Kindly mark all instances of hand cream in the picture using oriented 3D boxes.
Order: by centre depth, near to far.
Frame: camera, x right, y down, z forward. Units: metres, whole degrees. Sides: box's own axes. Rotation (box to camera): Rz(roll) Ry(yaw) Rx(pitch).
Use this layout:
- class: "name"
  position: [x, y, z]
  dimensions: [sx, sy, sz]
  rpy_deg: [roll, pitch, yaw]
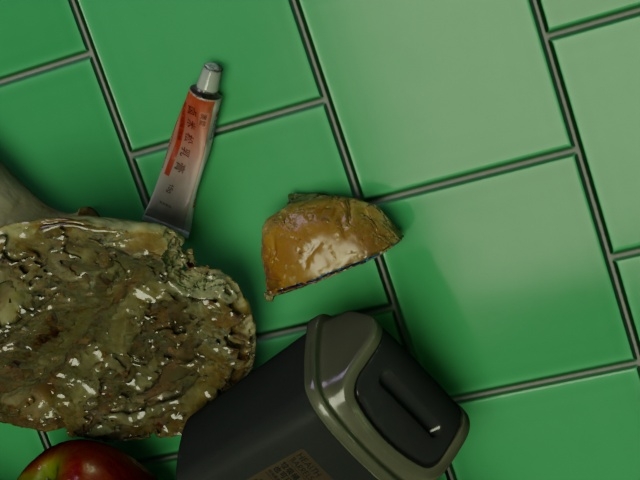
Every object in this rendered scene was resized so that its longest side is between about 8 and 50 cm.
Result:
- class: "hand cream"
  position: [-0.152, -0.103, 1.660]
  dimensions: [0.052, 0.038, 0.216]
  rpy_deg: [37, 121, 32]

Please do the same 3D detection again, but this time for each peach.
- class: "peach"
  position: [-0.261, 0.349, 1.747]
  dimensions: [0.196, 0.190, 0.226]
  rpy_deg: [-9, 129, 44]

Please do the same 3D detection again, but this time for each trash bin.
- class: "trash bin"
  position: [0.000, 0.217, 1.627]
  dimensions: [0.290, 0.182, 0.209]
  rpy_deg: [-33, 118, 22]

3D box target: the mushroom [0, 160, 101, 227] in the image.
- class: "mushroom"
  position: [-0.413, -0.061, 1.700]
  dimensions: [0.350, 0.128, 0.128]
  rpy_deg: [31, 114, 0]

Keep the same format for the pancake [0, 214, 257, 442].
- class: "pancake"
  position: [-0.252, 0.105, 1.666]
  dimensions: [0.382, 0.071, 0.382]
  rpy_deg: [0, 134, 0]

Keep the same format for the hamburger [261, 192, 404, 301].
- class: "hamburger"
  position: [-0.007, -0.004, 1.620]
  dimensions: [0.176, 0.087, 0.102]
  rpy_deg: [-23, 102, 24]
